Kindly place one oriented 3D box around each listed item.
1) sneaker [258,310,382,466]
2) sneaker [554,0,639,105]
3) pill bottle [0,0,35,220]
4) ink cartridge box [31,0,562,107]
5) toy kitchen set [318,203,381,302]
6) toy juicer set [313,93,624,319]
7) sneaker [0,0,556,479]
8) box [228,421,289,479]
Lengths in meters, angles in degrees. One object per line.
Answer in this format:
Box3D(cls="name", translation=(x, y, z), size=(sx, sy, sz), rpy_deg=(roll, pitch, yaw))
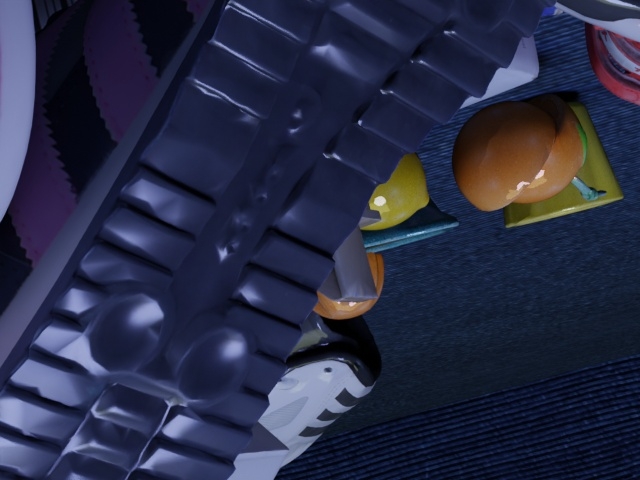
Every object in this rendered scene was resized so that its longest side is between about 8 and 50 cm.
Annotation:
Box3D(cls="sneaker", translation=(-0.136, 0.080, 1.206), size=(0.447, 0.169, 0.257), rpy_deg=(2, 144, -47))
Box3D(cls="sneaker", translation=(0.141, -0.097, 0.736), size=(0.270, 0.090, 0.145), rpy_deg=(-9, 165, -38))
Box3D(cls="pill bottle", translation=(-0.207, -0.026, 0.346), size=(0.160, 0.160, 0.283), rpy_deg=(-24, 179, 40))
Box3D(cls="ink cartridge box", translation=(-0.086, -0.049, 0.755), size=(0.324, 0.071, 0.330), rpy_deg=(-20, 166, 24))
Box3D(cls="toy kitchen set", translation=(-0.021, 0.002, 0.739), size=(0.075, 0.068, 0.083), rpy_deg=(-20, 168, 23))
Box3D(cls="toy juicer set", translation=(0.000, 0.000, 0.979), size=(0.329, 0.089, 0.209), rpy_deg=(-14, 178, 8))
Box3D(cls="sneaker", translation=(-0.035, -0.056, 0.502), size=(0.319, 0.131, 0.112), rpy_deg=(-54, 135, -4))
Box3D(cls="box", translation=(-0.210, 0.192, 0.973), size=(0.168, 0.215, 0.345), rpy_deg=(2, 122, -56))
